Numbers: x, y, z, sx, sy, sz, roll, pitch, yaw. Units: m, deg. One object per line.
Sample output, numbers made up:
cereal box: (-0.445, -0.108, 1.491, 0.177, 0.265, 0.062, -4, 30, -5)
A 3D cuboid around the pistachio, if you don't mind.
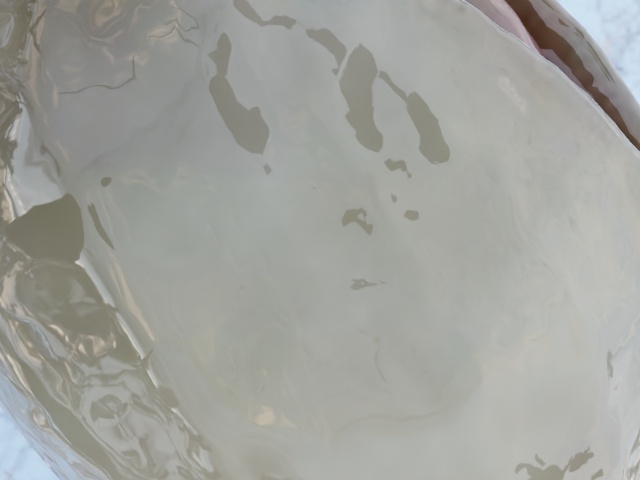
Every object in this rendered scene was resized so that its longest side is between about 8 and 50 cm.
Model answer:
pistachio: (0.000, 0.000, 0.534, 0.230, 0.230, 0.309, -49, -60, -24)
